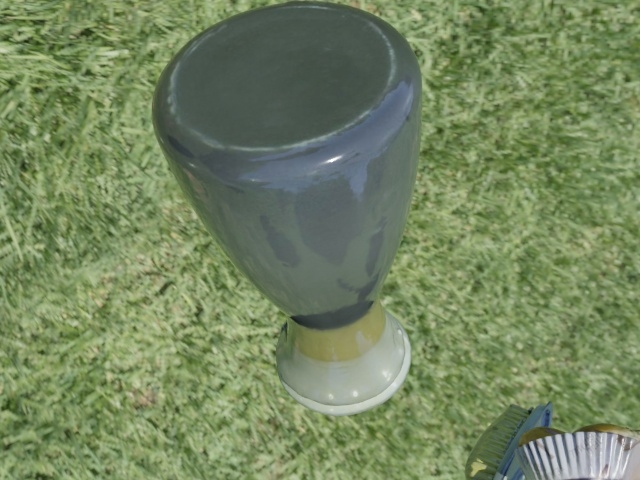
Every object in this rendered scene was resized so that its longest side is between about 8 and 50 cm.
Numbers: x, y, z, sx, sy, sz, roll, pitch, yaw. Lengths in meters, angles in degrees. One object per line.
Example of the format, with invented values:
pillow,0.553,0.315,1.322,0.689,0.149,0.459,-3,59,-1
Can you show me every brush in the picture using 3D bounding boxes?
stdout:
brush,0.167,0.254,0.978,0.297,0.060,0.068,-40,135,-49

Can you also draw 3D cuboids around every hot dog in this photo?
hot dog,0.297,0.234,0.949,0.268,0.144,0.075,25,57,-42

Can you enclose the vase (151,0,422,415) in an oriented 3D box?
vase,0.000,0.000,0.705,0.173,0.173,0.321,-32,140,-16
